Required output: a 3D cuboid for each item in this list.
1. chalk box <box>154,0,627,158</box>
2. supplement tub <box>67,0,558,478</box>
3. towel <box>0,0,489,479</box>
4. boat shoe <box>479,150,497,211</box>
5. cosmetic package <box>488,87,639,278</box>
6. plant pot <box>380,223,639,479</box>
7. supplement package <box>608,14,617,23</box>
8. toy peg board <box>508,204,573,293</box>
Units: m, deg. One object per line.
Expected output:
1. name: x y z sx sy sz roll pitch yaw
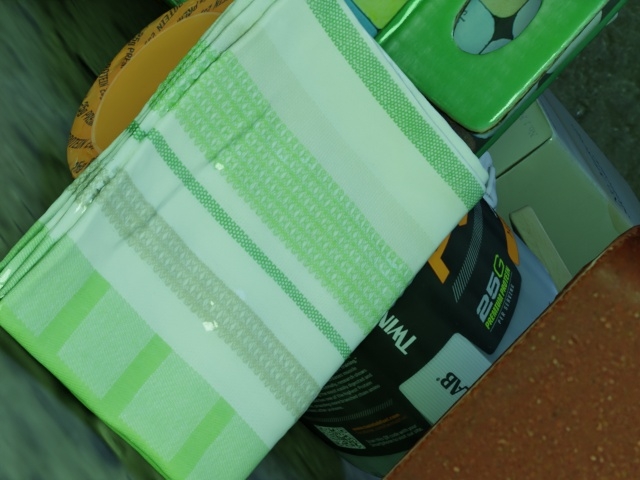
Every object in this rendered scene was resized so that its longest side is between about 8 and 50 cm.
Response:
1. chalk box: 0.015 -0.147 0.704 0.179 0.180 0.289 43 1 -39
2. supplement tub: 0.000 0.000 0.596 0.190 0.117 0.117 44 18 -36
3. towel: -0.020 -0.001 0.494 0.113 0.152 0.023 47 -18 -24
4. boat shoe: 0.062 -0.020 0.928 0.084 0.095 0.258 57 24 -7
5. cosmetic package: 0.180 -0.034 1.271 0.309 0.113 0.160 40 21 -49
6. plant pot: 0.116 0.140 0.416 0.236 0.267 0.267 46 12 15
7. supplement package: 0.053 -0.182 1.024 0.203 0.194 0.149 31 27 -57
8. toy peg board: 0.141 0.091 0.972 0.161 0.079 0.160 65 2 32
